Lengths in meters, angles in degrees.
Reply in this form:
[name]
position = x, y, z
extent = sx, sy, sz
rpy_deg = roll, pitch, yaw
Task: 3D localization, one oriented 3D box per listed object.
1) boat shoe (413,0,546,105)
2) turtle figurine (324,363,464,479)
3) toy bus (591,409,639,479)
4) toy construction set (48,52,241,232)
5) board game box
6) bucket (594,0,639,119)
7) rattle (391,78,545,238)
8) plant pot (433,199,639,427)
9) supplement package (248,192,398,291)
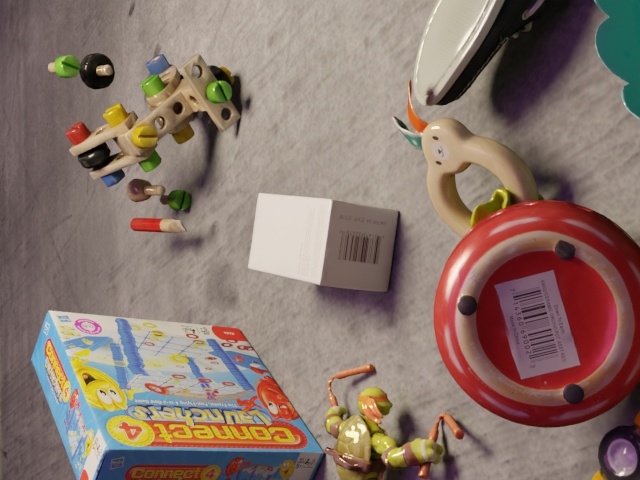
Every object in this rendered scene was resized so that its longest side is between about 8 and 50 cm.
[boat shoe]
position = 0.196, -0.261, 0.997
extent = 0.303, 0.091, 0.114
rpy_deg = -60, 31, 30
[turtle figurine]
position = 0.055, 0.261, 1.118
extent = 0.269, 0.087, 0.218
rpy_deg = 9, 91, 57
[toy bus]
position = 0.335, 0.103, 0.702
extent = 0.130, 0.108, 0.333
rpy_deg = 54, 127, 45
[toy construction set]
position = -0.247, -0.164, 1.581
extent = 0.237, 0.257, 0.309
rpy_deg = 4, 108, 45
[board game box]
position = -0.197, 0.221, 1.314
extent = 0.302, 0.308, 0.086
rpy_deg = 47, 121, 50
[bucket]
position = 0.346, -0.180, 0.669
extent = 0.281, 0.183, 0.281
rpy_deg = -14, 73, 55
[rattle]
position = 0.115, -0.053, 0.982
extent = 0.200, 0.142, 0.130
rpy_deg = 49, 160, -1
[plant pot]
position = 0.188, 0.059, 0.809
extent = 0.174, 0.191, 0.191
rpy_deg = 4, -86, -80
[supplement package]
position = 0.000, 0.000, 1.238
extent = 0.179, 0.105, 0.105
rpy_deg = 9, 92, 56
